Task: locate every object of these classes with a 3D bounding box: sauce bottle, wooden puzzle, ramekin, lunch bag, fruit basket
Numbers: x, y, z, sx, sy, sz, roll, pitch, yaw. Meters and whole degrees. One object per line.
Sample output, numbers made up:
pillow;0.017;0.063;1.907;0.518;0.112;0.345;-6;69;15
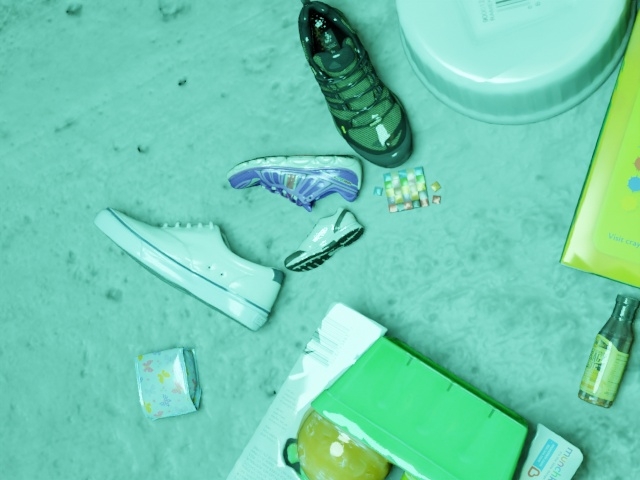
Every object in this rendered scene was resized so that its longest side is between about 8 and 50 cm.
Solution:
sauce bottle;0.329;0.124;1.030;0.042;0.042;0.128;17;91;14
wooden puzzle;0.105;-0.062;1.109;0.083;0.006;0.049;-11;86;14
ramekin;0.214;-0.276;1.019;0.277;0.135;0.277;0;89;14
lunch bag;-0.193;0.183;1.159;0.071;0.053;0.083;-14;76;12
fruit basket;0.065;0.298;1.032;0.327;0.165;0.353;31;97;13

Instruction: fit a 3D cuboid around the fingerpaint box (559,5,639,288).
fingerpaint box;0.514;-0.084;0.922;0.445;0.163;0.371;17;94;14

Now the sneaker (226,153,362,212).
sneaker;-0.034;-0.070;1.116;0.170;0.068;0.071;1;95;14

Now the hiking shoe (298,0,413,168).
hiking shoe;0.030;-0.185;1.075;0.086;0.114;0.226;-33;81;12

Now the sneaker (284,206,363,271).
sneaker;0.000;0.000;1.124;0.109;0.040;0.043;-32;65;8

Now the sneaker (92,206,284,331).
sneaker;-0.163;0.017;1.145;0.258;0.094;0.091;30;78;9
